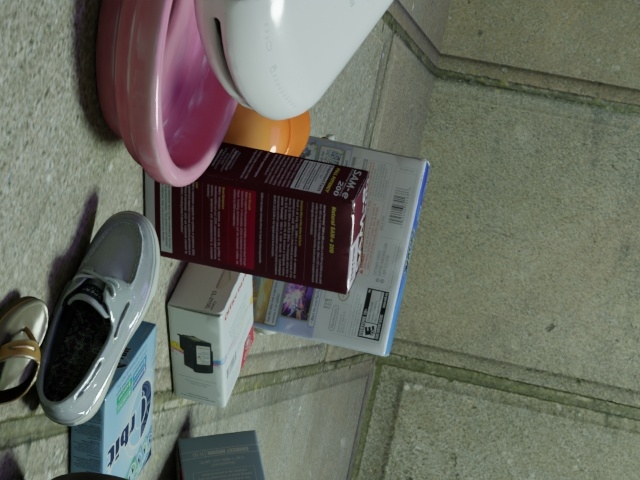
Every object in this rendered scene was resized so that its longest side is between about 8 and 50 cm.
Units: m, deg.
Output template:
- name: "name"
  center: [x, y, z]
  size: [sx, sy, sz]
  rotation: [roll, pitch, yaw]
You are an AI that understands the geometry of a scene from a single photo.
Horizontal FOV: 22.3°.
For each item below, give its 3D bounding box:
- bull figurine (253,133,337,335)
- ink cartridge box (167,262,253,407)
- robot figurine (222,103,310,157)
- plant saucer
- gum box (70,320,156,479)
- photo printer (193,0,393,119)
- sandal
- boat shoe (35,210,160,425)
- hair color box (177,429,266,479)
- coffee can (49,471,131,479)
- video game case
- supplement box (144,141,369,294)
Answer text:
- name: "bull figurine"
  center: [-0.039, -0.011, 2.370]
  size: [0.188, 0.101, 0.310]
  rotation: [-63, 164, -65]
- name: "ink cartridge box"
  center: [-0.137, 0.103, 2.059]
  size: [0.175, 0.072, 0.127]
  rotation: [91, 16, -44]
- name: "robot figurine"
  center: [-0.087, -0.136, 1.928]
  size: [0.219, 0.128, 0.158]
  rotation: [-34, 137, -76]
- name: "plant saucer"
  center: [-0.145, -0.223, 1.650]
  size: [0.332, 0.084, 0.332]
  rotation: [11, 90, -78]
- name: "gum box"
  center: [-0.227, 0.203, 1.791]
  size: [0.157, 0.041, 0.184]
  rotation: [-60, 160, -58]
- name: "photo printer"
  center: [-0.006, -0.280, 1.616]
  size: [0.307, 0.107, 0.256]
  rotation: [-54, 159, -16]
- name: "sandal"
  center: [-0.276, 0.113, 1.430]
  size: [0.180, 0.049, 0.072]
  rotation: [-58, 157, -61]
- name: "boat shoe"
  center: [-0.218, 0.070, 1.597]
  size: [0.081, 0.079, 0.227]
  rotation: [82, 26, -72]
- name: "hair color box"
  center: [-0.108, 0.446, 2.080]
  size: [0.374, 0.114, 0.185]
  rotation: [-106, -167, -48]
- name: "coffee can"
  center: [-0.234, 0.389, 1.539]
  size: [0.201, 0.201, 0.275]
  rotation: [91, 16, -44]
- name: "video game case"
  center: [0.000, 0.000, 2.191]
  size: [0.061, 0.244, 0.269]
  rotation: [25, 78, -80]
- name: "supplement box"
  center: [-0.072, -0.031, 1.807]
  size: [0.073, 0.239, 0.130]
  rotation: [-64, 162, -51]
